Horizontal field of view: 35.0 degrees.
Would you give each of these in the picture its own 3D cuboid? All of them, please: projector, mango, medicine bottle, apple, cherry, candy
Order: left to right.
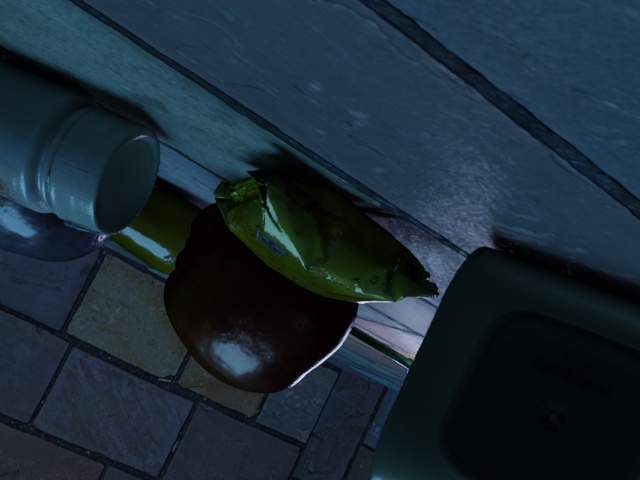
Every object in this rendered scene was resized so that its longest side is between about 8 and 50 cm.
[{"bbox_3d":[-0.310,-0.108,1.100,0.252,0.144,0.144,22,170,18],"label":"medicine bottle"},{"bbox_3d":[-0.368,-0.068,1.321,0.266,0.183,0.213,-16,133,31],"label":"cherry"},{"bbox_3d":[-0.262,-0.038,1.488,0.251,0.114,0.156,37,176,-12],"label":"mango"},{"bbox_3d":[-0.072,0.066,1.208,0.234,0.234,0.234,25,171,4],"label":"apple"},{"bbox_3d":[0.114,0.200,1.918,0.440,0.119,0.119,29,176,42],"label":"candy"},{"bbox_3d":[0.220,0.176,0.895,0.249,0.248,0.248,21,170,26],"label":"projector"}]

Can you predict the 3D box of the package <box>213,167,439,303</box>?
[{"bbox_3d":[0.000,0.000,1.010,0.226,0.090,0.168,31,168,-17],"label":"package"}]
